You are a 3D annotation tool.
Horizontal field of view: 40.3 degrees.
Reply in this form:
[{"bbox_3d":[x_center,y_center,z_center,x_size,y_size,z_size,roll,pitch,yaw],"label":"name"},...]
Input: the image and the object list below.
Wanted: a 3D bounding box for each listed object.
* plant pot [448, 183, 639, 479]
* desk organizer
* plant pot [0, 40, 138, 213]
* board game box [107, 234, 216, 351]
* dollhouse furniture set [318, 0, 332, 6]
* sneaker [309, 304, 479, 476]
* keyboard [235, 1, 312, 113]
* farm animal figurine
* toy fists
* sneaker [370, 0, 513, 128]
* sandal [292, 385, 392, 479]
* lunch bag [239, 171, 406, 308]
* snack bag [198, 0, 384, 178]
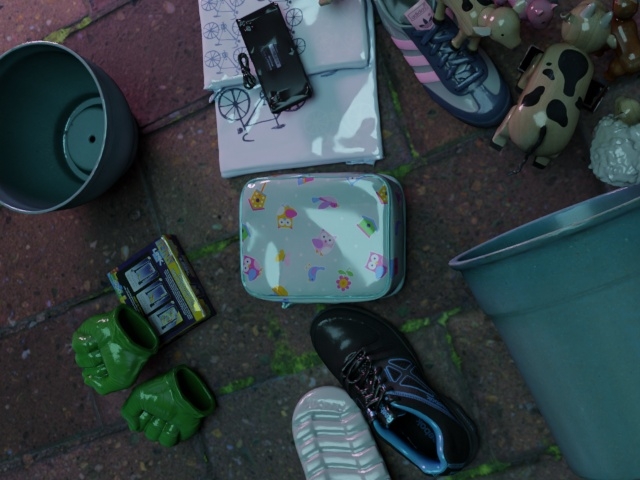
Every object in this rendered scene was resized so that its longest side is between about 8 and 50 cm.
[{"bbox_3d":[0.397,0.118,1.178,0.341,0.341,0.334,-23,90,20],"label":"plant pot"},{"bbox_3d":[0.367,-0.246,1.321,0.130,0.050,0.047,33,101,18],"label":"desk organizer"},{"bbox_3d":[-0.451,-0.191,1.564,0.293,0.196,0.293,0,90,21],"label":"plant pot"},{"bbox_3d":[-0.289,0.096,1.578,0.141,0.048,0.170,-32,79,16],"label":"board game box"},{"bbox_3d":[-0.056,-0.508,1.374,0.262,0.259,0.135,37,81,-24],"label":"dollhouse furniture set"},{"bbox_3d":[0.106,0.229,1.373,0.341,0.139,0.125,42,106,18],"label":"sneaker"},{"bbox_3d":[-0.090,-0.304,1.479,0.108,0.023,0.180,-23,81,12],"label":"keyboard"},{"bbox_3d":[0.313,-0.253,1.198,0.330,0.172,0.327,9,73,-3],"label":"farm animal figurine"},{"bbox_3d":[-0.321,0.247,1.531,0.142,0.096,0.279,-36,103,26],"label":"toy fists"},{"bbox_3d":[0.175,-0.308,1.351,0.112,0.131,0.319,-41,77,8],"label":"sneaker"},{"bbox_3d":[0.062,0.443,1.418,0.169,0.102,0.416,-12,72,6],"label":"sandal"},{"bbox_3d":[0.000,0.000,1.433,0.279,0.108,0.224,-1,94,23],"label":"lunch bag"},{"bbox_3d":[-0.056,-0.283,1.496,0.323,0.037,0.343,-4,88,21],"label":"snack bag"}]
